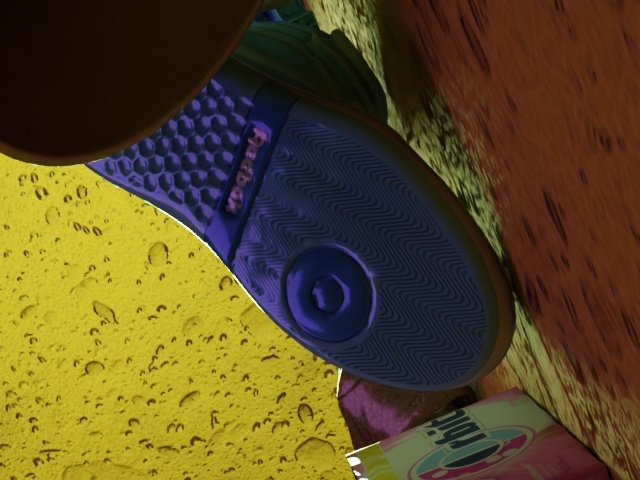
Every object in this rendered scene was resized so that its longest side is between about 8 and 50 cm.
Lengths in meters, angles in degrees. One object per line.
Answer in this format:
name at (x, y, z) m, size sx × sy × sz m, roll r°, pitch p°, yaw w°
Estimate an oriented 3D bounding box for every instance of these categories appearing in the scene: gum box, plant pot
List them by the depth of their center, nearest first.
plant pot at (-0.188, -0.207, 0.755) m, size 0.274 × 0.256 × 0.256 m, roll 28°, pitch 156°, yaw 26°
gum box at (0.084, 0.140, 0.798) m, size 0.188 × 0.107 × 0.062 m, roll -135°, pitch 24°, yaw -81°

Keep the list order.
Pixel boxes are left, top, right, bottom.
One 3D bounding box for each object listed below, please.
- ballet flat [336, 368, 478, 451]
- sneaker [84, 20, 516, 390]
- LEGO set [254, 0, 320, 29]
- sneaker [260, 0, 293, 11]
ballet flat at (0.105, 0.217, 1.150) m, size 0.124 × 0.116 × 0.342 m, roll 31°, pitch 143°, yaw 52°
sneaker at (0.013, -0.041, 0.893) m, size 0.319 × 0.127 × 0.208 m, roll 39°, pitch -157°, yaw 22°
LEGO set at (-0.034, -0.101, 1.064) m, size 0.093 × 0.087 × 0.227 m, roll 17°, pitch 132°, yaw 66°
sneaker at (-0.068, -0.257, 0.859) m, size 0.118 × 0.110 × 0.292 m, roll 43°, pitch 156°, yaw 61°
